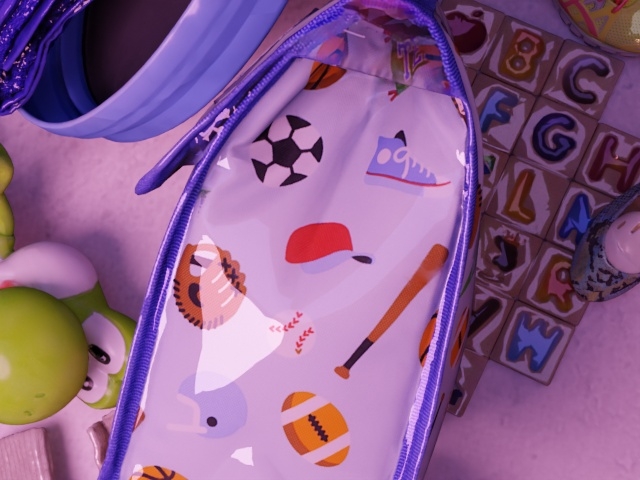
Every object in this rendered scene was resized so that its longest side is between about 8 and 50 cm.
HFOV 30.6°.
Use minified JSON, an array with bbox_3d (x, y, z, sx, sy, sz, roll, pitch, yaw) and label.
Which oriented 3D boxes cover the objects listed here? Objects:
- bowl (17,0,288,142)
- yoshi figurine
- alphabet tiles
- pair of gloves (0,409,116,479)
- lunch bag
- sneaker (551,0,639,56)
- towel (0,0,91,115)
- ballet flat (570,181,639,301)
[{"bbox_3d":[-0.126,-0.260,0.941,0.391,0.077,0.391,-26,54,42],"label":"bowl"},{"bbox_3d":[-0.306,0.024,0.955,0.362,0.203,0.203,35,57,2],"label":"yoshi figurine"},{"bbox_3d":[0.117,-0.036,1.027,0.285,0.011,0.342,25,88,10],"label":"alphabet tiles"},{"bbox_3d":[-0.190,0.249,0.974,0.240,0.042,0.204,-15,83,32],"label":"pair of gloves"},{"bbox_3d":[0.000,0.000,0.827,0.239,0.328,0.385,17,106,1],"label":"lunch bag"},{"bbox_3d":[0.225,-0.233,0.991,0.208,0.094,0.081,39,89,9],"label":"sneaker"},{"bbox_3d":[-0.244,-0.279,0.969,0.227,0.076,0.308,-46,42,25],"label":"towel"},{"bbox_3d":[0.282,-0.024,0.969,0.070,0.070,0.188,43,88,10],"label":"ballet flat"}]
